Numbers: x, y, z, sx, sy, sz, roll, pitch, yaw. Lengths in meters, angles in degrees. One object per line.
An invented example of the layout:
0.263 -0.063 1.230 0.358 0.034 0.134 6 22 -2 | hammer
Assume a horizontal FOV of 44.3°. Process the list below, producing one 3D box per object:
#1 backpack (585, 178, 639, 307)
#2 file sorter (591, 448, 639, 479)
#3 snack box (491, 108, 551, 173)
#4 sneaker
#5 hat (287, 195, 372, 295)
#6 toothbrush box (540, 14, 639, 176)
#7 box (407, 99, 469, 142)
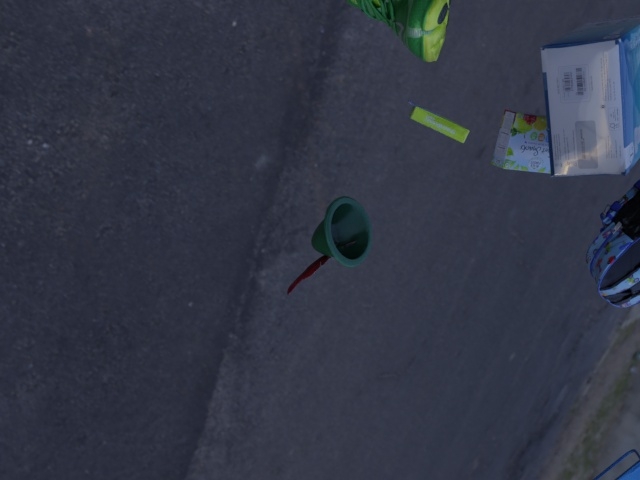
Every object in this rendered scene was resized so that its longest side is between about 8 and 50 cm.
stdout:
0.480 0.012 1.191 0.158 0.116 0.173 27 112 -41 | backpack
0.442 0.384 1.055 0.118 0.170 0.104 -43 170 8 | file sorter
0.376 -0.173 1.392 0.141 0.037 0.100 2 109 -30 | snack box
0.094 -0.317 1.037 0.124 0.295 0.109 -1 124 -9 | sneaker
0.000 0.000 1.957 0.208 0.184 0.172 -44 113 -45 | hat
0.482 -0.250 1.325 0.295 0.126 0.216 -35 120 -49 | toothbrush box
0.309 -0.321 2.119 0.109 0.178 0.042 -72 -173 -77 | box
